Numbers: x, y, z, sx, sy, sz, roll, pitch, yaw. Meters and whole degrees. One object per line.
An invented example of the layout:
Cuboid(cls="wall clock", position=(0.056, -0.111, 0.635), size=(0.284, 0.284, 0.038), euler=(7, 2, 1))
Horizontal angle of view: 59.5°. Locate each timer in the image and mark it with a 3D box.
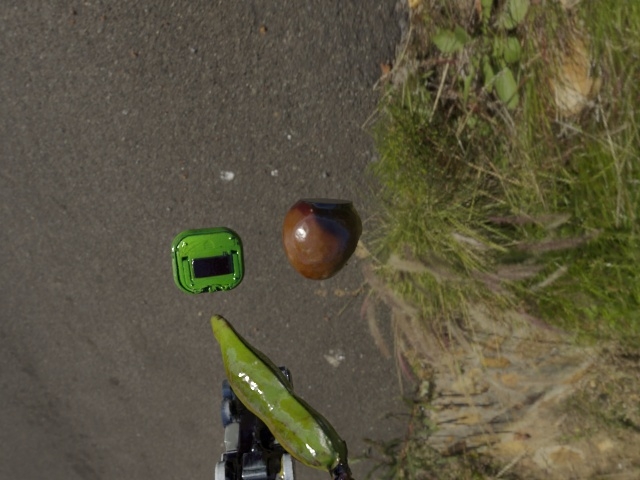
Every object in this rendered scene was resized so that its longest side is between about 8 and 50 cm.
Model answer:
Cuboid(cls="timer", position=(-0.218, 0.040, 1.096), size=(0.140, 0.047, 0.128), euler=(-5, 102, -12))

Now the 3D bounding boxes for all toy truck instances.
Cuboid(cls="toy truck", position=(-0.114, 0.387, 1.096), size=(0.146, 0.367, 0.175), euler=(-8, 116, 0))

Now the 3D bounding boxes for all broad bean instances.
Cuboid(cls="broad bean", position=(-0.063, 0.224, 0.778), size=(0.339, 0.061, 0.077), euler=(39, 128, 28))

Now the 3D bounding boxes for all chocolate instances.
Cuboid(cls="chocolate", position=(0.000, 0.000, 0.894), size=(0.127, 0.124, 0.133), euler=(-5, 99, -29))
